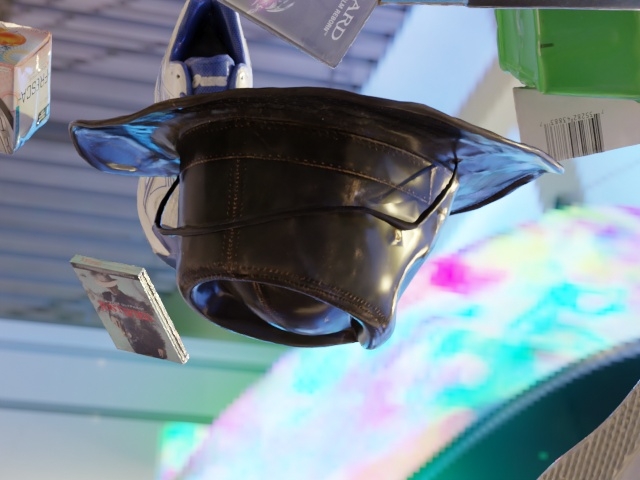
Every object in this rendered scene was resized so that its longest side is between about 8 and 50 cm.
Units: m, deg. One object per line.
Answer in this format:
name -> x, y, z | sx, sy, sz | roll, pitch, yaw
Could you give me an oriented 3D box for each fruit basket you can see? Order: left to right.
fruit basket -> 0.314, -0.253, 1.668 | 0.165, 0.353, 0.327 | -146, -135, -63

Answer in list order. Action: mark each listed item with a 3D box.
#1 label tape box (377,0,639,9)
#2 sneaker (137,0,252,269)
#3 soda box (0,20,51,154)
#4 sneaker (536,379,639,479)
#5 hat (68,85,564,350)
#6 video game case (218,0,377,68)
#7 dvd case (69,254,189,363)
label tape box -> 0.192, -0.295, 1.427 | 0.106, 0.334, 0.240 | -131, -137, -60
sneaker -> -0.115, -0.104, 1.822 | 0.131, 0.112, 0.296 | 99, -12, -50
soda box -> -0.258, -0.108, 1.193 | 0.058, 0.183, 0.063 | -57, 156, -58
sneaker -> 0.261, 0.204, 1.457 | 0.282, 0.161, 0.102 | -47, -159, 18
hat -> 0.000, 0.000, 1.240 | 0.331, 0.331, 0.134 | 160, -67, -65
video game case -> -0.025, -0.257, 1.403 | 0.026, 0.274, 0.196 | 38, -82, 41
dvd case -> -0.179, 0.065, 1.835 | 0.087, 0.013, 0.119 | 11, -42, 35
